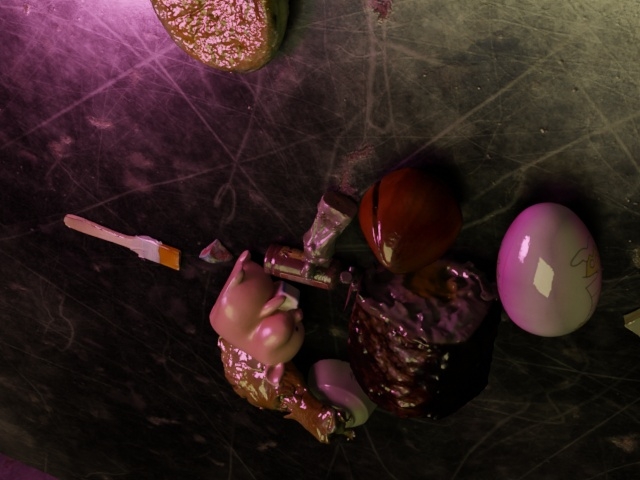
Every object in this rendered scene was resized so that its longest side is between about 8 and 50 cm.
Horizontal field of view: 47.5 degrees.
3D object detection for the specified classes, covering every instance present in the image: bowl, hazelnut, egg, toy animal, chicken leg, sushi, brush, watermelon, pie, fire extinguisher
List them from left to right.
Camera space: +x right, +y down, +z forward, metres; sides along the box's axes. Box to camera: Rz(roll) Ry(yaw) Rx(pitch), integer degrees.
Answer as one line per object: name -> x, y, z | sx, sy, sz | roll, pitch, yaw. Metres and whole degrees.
brush -> -0.510, -0.004, 1.866 | 0.336, 0.020, 0.085 | 19, 136, 9
watermelon -> -0.260, 0.024, 1.763 | 0.085, 0.085, 0.061 | 16, 95, 11
pie -> -0.179, -0.424, 1.282 | 0.277, 0.078, 0.277 | 16, 133, 18
toy animal -> -0.141, 0.177, 1.757 | 0.256, 0.195, 0.213 | 37, 114, -11
chicken leg -> -0.090, 0.382, 1.868 | 0.429, 0.153, 0.201 | 32, 120, 29
fire extinguisher -> -0.004, 0.086, 1.660 | 0.252, 0.075, 0.106 | 14, 105, 12
bowl -> 0.049, 0.426, 1.942 | 0.211, 0.112, 0.211 | 14, 137, 14
hazelnut -> 0.165, -0.031, 1.388 | 0.208, 0.208, 0.208 | 13, 135, 14
sushi -> 0.218, 0.195, 1.521 | 0.299, 0.281, 0.294 | 19, 130, 18
egg -> 0.428, 0.054, 1.356 | 0.196, 0.196, 0.271 | 12, 124, 15

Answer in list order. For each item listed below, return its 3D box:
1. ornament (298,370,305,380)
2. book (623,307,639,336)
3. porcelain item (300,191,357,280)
ornament -> -0.098, 0.411, 2.021 | 0.075, 0.081, 0.156 | 22, 143, -23
book -> 0.780, 0.201, 1.442 | 0.289, 0.026, 0.201 | 38, 135, -12
porcelain item -> 0.000, 0.000, 1.559 | 0.081, 0.069, 0.215 | 30, 124, 4
